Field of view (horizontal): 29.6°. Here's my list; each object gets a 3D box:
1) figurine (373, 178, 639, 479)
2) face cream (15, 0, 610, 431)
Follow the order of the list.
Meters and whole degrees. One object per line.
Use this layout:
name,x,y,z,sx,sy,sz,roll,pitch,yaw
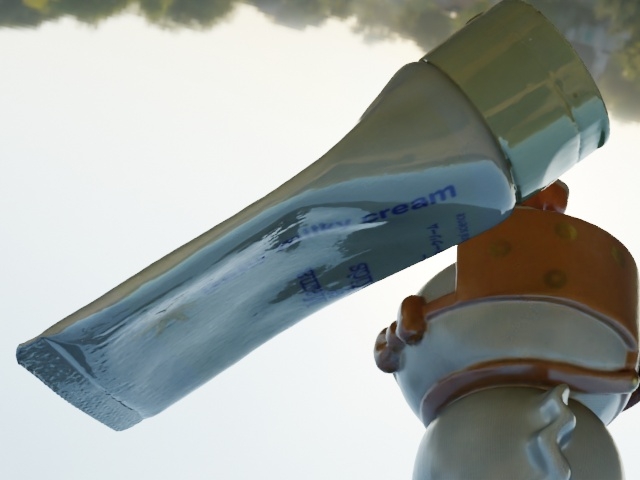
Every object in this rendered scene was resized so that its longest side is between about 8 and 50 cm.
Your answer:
figurine,0.088,0.081,0.589,0.143,0.143,0.271,18,-129,14
face cream,0.000,0.000,0.461,0.070,0.224,0.114,52,175,25
